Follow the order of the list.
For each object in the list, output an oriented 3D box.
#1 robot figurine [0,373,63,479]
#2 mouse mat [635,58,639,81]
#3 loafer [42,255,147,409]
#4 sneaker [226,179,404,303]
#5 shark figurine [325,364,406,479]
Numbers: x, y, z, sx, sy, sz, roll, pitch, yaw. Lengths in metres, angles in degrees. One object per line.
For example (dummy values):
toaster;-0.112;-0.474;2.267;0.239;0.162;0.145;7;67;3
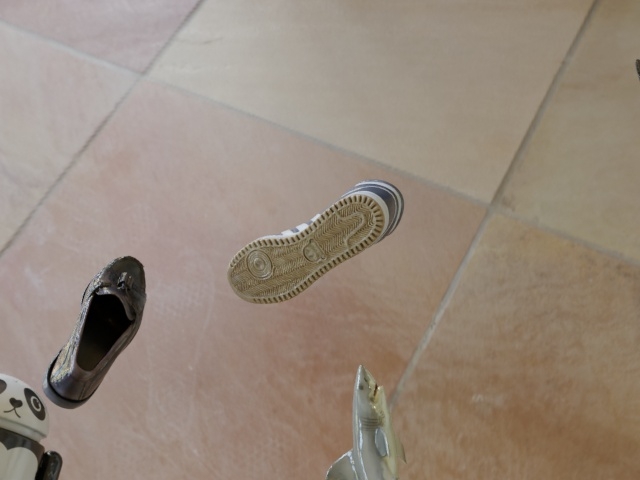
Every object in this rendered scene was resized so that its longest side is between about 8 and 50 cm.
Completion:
robot figurine;-0.471;0.315;1.117;0.174;0.209;0.278;9;65;8
mouse mat;0.352;-0.076;0.773;0.007;0.153;0.189;-27;74;41
loafer;-0.336;0.128;1.320;0.109;0.095;0.302;33;41;-15
sneaker;0.000;0.000;1.231;0.282;0.153;0.099;-28;94;29
shark figurine;0.058;0.334;1.154;0.116;0.166;0.278;-14;39;12
